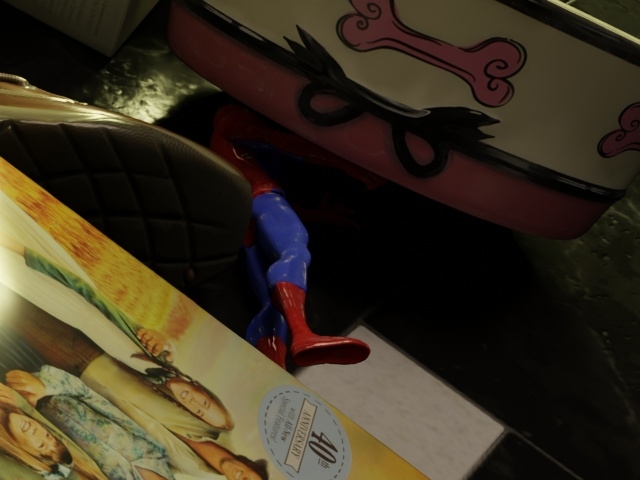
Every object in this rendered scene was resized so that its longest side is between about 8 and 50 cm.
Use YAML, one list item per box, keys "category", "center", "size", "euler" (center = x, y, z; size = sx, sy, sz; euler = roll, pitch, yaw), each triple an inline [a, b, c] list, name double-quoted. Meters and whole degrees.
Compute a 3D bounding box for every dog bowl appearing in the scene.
- category: "dog bowl"
  center: [0.071, -0.139, 1.150]
  size: [0.408, 0.150, 0.408]
  euler: [25, 12, -6]

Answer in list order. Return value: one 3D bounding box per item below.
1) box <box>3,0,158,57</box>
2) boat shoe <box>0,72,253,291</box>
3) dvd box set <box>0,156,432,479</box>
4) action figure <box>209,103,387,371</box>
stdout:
- category: "box"
  center: [-0.249, -0.332, 1.237]
  size: [0.345, 0.168, 0.215]
  euler: [28, 42, 1]
- category: "boat shoe"
  center: [-0.200, -0.054, 0.950]
  size: [0.324, 0.122, 0.120]
  euler: [11, 29, -23]
- category: "dvd box set"
  center: [-0.096, 0.109, 0.727]
  size: [0.420, 0.062, 0.307]
  euler: [37, 21, -3]
- category: "action figure"
  center: [0.000, 0.000, 1.049]
  size: [0.139, 0.091, 0.280]
  euler: [3, 40, -24]
